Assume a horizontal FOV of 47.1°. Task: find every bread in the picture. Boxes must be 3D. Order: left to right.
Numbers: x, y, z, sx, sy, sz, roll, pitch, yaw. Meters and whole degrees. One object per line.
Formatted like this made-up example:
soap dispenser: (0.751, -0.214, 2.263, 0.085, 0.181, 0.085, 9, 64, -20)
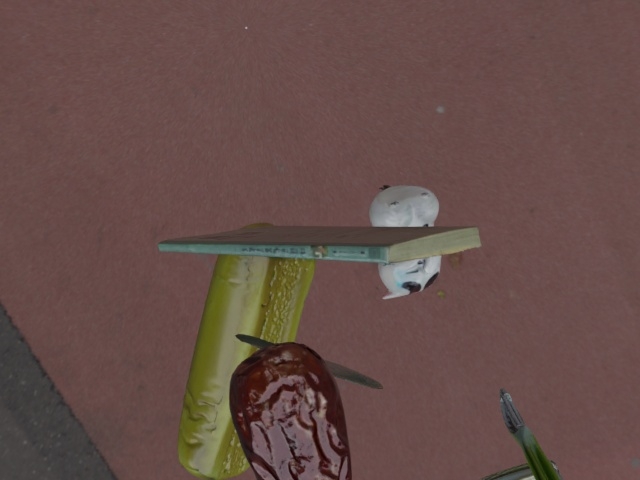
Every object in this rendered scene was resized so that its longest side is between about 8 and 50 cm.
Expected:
bread: (-0.117, 0.159, 1.075, 0.112, 0.166, 0.383, 18, 98, 35)

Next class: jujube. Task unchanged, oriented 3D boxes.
jujube: (-0.018, 0.133, 0.490, 0.077, 0.077, 0.129, -13, 85, -2)

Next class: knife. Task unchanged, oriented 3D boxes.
knife: (0.205, 0.204, 0.716, 0.022, 0.184, 0.026, -15, 113, 2)

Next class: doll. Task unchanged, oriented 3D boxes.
doll: (0.137, 0.003, 1.160, 0.110, 0.107, 0.180, -15, 103, -17)

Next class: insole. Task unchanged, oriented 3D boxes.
insole: (-0.013, 0.144, 0.881, 0.189, 0.064, 0.004, 19, 92, 2)

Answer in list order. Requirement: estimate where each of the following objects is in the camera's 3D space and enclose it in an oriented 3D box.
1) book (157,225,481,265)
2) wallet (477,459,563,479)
book: (0.000, 0.000, 0.787, 0.283, 0.215, 0.025, 2, 96, 35)
wallet: (0.259, 0.344, 0.876, 0.110, 0.039, 0.155, -24, 98, 13)
